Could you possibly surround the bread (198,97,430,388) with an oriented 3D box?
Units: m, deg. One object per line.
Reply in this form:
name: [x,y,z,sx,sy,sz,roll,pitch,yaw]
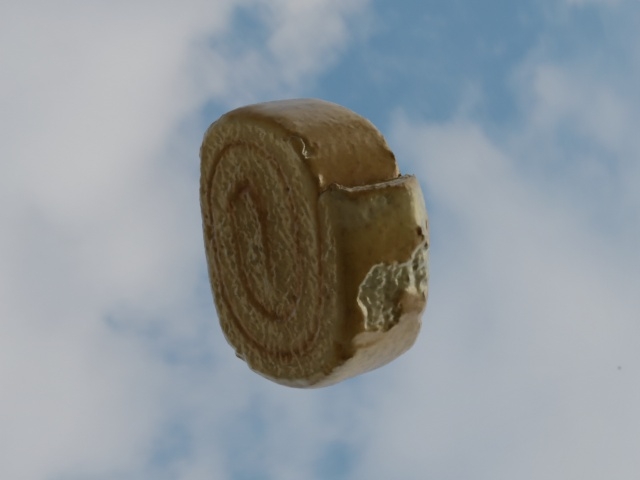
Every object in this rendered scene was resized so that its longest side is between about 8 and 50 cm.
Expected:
bread: [0.000,0.000,1.012,0.122,0.073,0.149,4,-77,46]
